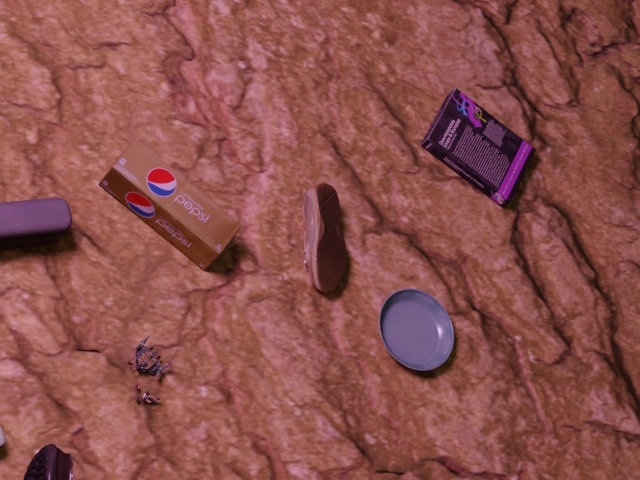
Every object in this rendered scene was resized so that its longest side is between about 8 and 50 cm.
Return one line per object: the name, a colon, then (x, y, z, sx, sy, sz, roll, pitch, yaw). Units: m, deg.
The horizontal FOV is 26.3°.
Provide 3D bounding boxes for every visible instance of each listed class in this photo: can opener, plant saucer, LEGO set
can opener: (-0.445, -0.033, 1.645, 0.283, 0.076, 0.095, -7, 73, -31)
plant saucer: (0.129, 0.126, 1.905, 0.119, 0.021, 0.119, 11, 64, -23)
LEGO set: (-0.218, 0.162, 1.714, 0.054, 0.023, 0.083, 21, 74, -16)

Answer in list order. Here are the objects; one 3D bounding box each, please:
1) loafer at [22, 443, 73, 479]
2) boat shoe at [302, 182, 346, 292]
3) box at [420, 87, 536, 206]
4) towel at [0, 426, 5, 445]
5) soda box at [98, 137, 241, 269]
loafer: (-0.292, 0.343, 1.569, 0.078, 0.080, 0.220, 4, 72, -36)
boat shoe: (-0.002, -0.001, 1.884, 0.056, 0.048, 0.153, 6, 73, -39)
box: (0.239, -0.141, 2.073, 0.162, 0.029, 0.116, 37, 56, -10)
towel: (-0.545, 0.189, 1.520, 0.324, 0.038, 0.248, -24, 80, -33)
soda box: (-0.195, -0.046, 1.787, 0.181, 0.061, 0.058, 39, 56, -8)
